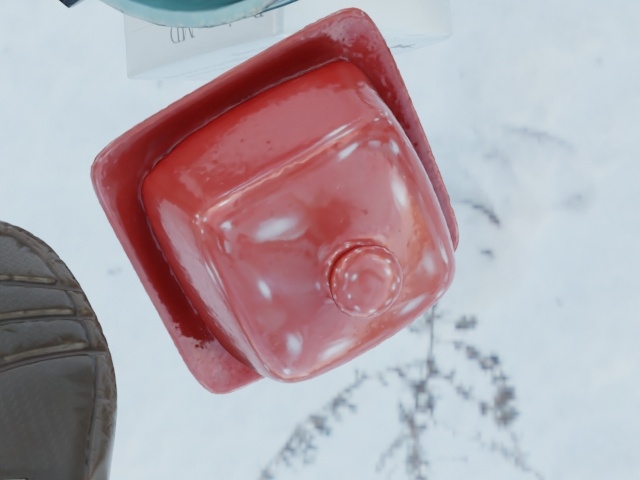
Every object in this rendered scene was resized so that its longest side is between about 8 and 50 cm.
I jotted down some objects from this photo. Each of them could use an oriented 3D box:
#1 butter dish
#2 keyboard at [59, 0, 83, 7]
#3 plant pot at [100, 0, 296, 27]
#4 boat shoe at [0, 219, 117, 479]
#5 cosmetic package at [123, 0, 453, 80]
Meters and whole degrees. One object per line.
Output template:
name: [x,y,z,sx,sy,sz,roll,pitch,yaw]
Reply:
butter dish: [0.000,0.000,0.765,0.160,0.118,0.160,-31,122,-10]
keyboard: [-0.234,-0.248,1.195,0.192,0.100,0.038,38,142,-14]
plant pot: [0.018,-0.216,0.399,0.195,0.290,0.290,-20,129,-30]
boat shoe: [-0.125,0.107,0.595,0.095,0.257,0.095,10,132,-27]
cosmetic package: [-0.039,-0.313,1.159,0.156,0.217,0.385,-1,86,-35]
